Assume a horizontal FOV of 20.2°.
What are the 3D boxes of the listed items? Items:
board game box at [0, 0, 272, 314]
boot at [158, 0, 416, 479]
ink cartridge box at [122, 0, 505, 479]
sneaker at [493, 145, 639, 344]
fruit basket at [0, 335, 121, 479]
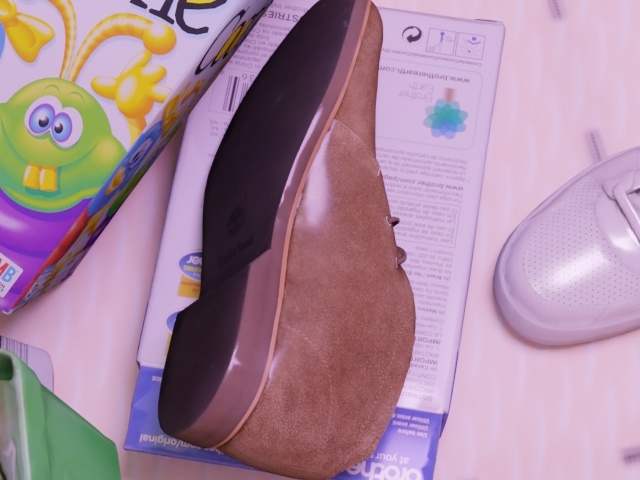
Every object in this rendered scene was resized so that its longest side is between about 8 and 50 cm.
[{"bbox_3d":[-0.133,-0.116,1.015,0.142,0.144,0.275,37,101,0],"label":"board game box"},{"bbox_3d":[0.001,-0.007,1.023,0.115,0.112,0.305,26,60,-23],"label":"boot"},{"bbox_3d":[0.000,0.000,1.086,0.186,0.065,0.311,9,65,3],"label":"ink cartridge box"},{"bbox_3d":[0.237,-0.046,1.053,0.292,0.169,0.108,-26,72,-10],"label":"sneaker"},{"bbox_3d":[-0.248,0.167,0.868,0.165,0.353,0.327,-30,58,33],"label":"fruit basket"}]
